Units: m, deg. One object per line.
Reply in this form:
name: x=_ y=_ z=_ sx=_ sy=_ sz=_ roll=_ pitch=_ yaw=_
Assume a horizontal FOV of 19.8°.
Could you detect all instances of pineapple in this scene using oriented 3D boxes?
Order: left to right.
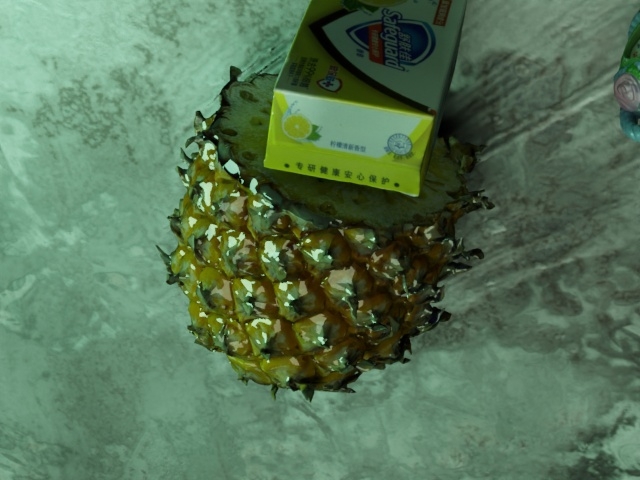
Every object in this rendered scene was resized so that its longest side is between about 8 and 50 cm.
pineapple: x=0.000 y=-0.002 z=1.988 sx=0.352 sy=0.352 sz=0.300 roll=14 pitch=131 yaw=4

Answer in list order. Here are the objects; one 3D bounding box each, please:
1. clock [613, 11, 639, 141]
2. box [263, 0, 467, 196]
clock: x=0.382 y=-0.175 z=1.827 sx=0.194 sy=0.195 sz=0.100 roll=-30 pitch=119 yaw=31
box: x=0.051 y=-0.169 z=1.880 sx=0.168 sy=0.265 sz=0.097 roll=11 pitch=128 yaw=7
